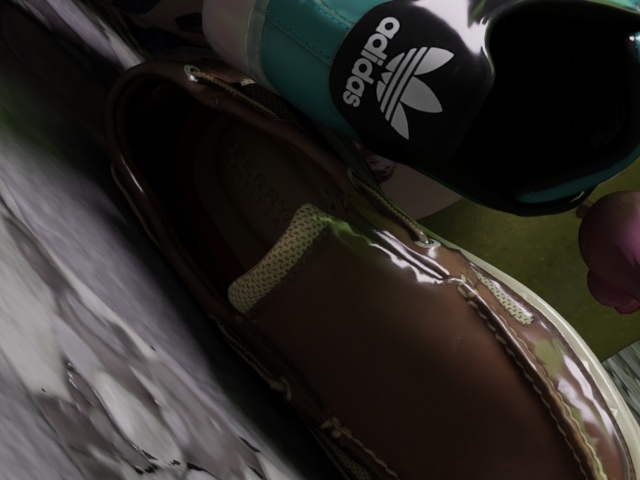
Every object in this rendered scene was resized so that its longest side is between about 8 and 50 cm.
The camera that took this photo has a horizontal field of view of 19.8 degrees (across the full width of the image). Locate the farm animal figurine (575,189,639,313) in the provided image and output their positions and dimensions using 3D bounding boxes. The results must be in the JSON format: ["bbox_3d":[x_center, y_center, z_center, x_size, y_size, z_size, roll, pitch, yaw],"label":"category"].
[{"bbox_3d":[0.146,0.080,0.671,0.172,0.330,0.326,45,37,-49],"label":"farm animal figurine"}]

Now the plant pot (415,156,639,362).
[{"bbox_3d":[0.137,-0.044,1.021,0.276,0.254,0.276,48,9,-11],"label":"plant pot"}]

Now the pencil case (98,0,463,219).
[{"bbox_3d":[-0.031,-0.131,0.780,0.410,0.184,0.159,37,48,-62],"label":"pencil case"}]

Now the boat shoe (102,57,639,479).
[{"bbox_3d":[0.005,0.026,0.633,0.257,0.095,0.095,44,12,34],"label":"boat shoe"}]

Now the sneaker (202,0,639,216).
[{"bbox_3d":[0.093,-0.060,0.708,0.302,0.108,0.121,-3,36,-49],"label":"sneaker"}]
